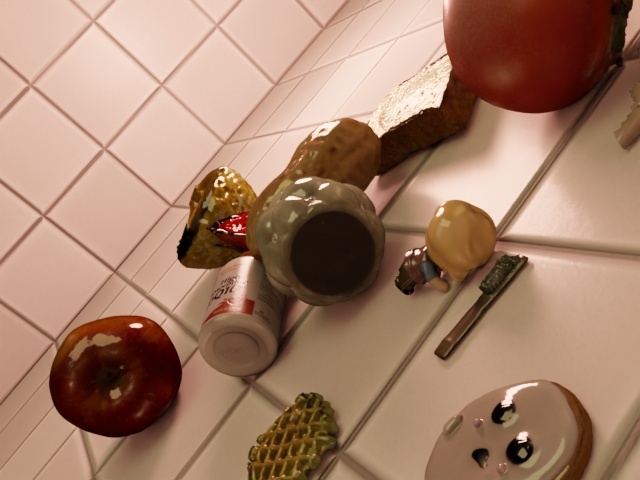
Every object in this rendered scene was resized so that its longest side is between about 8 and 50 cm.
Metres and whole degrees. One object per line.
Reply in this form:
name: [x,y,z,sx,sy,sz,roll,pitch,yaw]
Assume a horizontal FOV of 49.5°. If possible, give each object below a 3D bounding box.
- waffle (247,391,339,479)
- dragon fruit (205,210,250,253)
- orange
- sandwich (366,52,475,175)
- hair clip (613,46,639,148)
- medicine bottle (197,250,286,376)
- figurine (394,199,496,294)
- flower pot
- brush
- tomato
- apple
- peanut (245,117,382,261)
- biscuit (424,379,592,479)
waffle: [-0.046,0.323,1.073,0.183,0.036,0.169,-46,23,7]
dragon fruit: [-0.139,-0.011,1.683,0.343,0.282,0.100,-147,58,-68]
orange: [-0.273,-0.058,1.945,0.368,0.210,0.270,-95,28,-65]
sandwich: [0.230,-0.300,1.580,0.301,0.099,0.271,-26,25,51]
hair clip: [0.487,-0.222,1.027,0.072,0.034,0.226,-18,35,51]
medicine bottle: [-0.153,0.136,1.449,0.157,0.157,0.288,-38,23,23]
figurine: [0.192,0.023,1.095,0.196,0.108,0.114,-52,2,43]
flower pot: [0.000,0.000,1.288,0.246,0.246,0.195,-47,21,1]
brush: [0.223,0.088,0.986,0.190,0.027,0.034,-49,19,-4]
tomato: [0.354,-0.377,1.170,0.321,0.321,0.321,-39,22,19]
apple: [-0.467,0.307,1.594,0.288,0.288,0.317,-51,8,-10]
peanut: [-0.020,-0.108,1.471,0.387,0.169,0.192,-49,17,-18]
biscuit: [0.194,0.233,0.754,0.208,0.049,0.181,-47,21,4]
